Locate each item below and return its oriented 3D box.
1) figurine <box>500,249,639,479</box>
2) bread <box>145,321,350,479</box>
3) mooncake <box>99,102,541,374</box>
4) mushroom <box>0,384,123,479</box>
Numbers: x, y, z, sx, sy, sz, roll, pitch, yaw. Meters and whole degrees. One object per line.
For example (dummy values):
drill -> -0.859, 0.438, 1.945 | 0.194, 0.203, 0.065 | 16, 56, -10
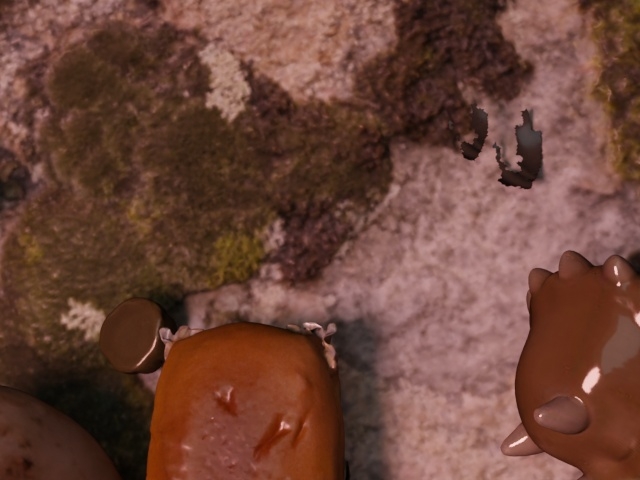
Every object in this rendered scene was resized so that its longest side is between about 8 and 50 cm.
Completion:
figurine -> 0.216, 0.054, 0.992 | 0.173, 0.177, 0.247 | 25, 90, -2
bread -> -0.048, 0.178, 1.039 | 0.136, 0.107, 0.241 | -3, 73, 7
mooncake -> -0.001, -0.003, 1.113 | 0.346, 0.057, 0.150 | -11, 76, 6
mushroom -> -0.248, 0.225, 1.026 | 0.243, 0.243, 0.243 | -3, 72, 9
